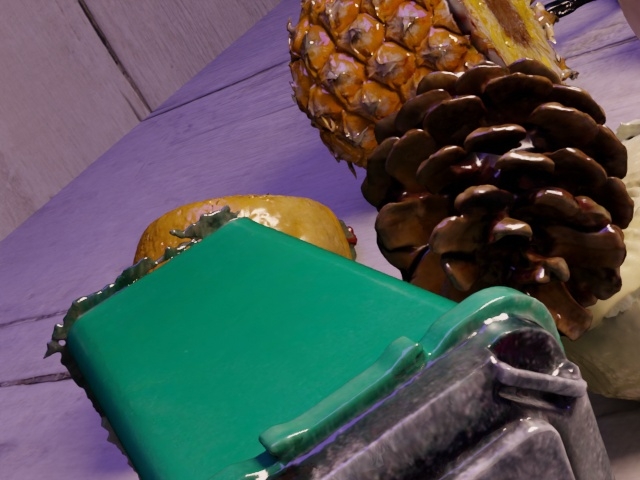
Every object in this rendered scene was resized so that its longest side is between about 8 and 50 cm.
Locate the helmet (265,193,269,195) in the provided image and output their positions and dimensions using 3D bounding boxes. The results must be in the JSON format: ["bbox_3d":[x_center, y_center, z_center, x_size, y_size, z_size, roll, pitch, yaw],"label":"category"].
[{"bbox_3d":[-0.107,0.019,1.553,0.155,0.106,0.175,-36,15,-7],"label":"helmet"}]

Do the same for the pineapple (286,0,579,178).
[{"bbox_3d":[0.136,-0.239,1.504,0.300,0.352,0.352,-30,16,39],"label":"pineapple"}]

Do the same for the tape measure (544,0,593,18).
[{"bbox_3d":[0.461,-0.419,1.749,0.351,0.098,0.215,-27,21,6],"label":"tape measure"}]

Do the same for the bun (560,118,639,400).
[{"bbox_3d":[0.267,0.019,0.891,0.259,0.152,0.259,-39,19,16],"label":"bun"}]

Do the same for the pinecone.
[{"bbox_3d":[0.124,-0.020,0.789,0.179,0.184,0.204,-17,52,8],"label":"pinecone"}]

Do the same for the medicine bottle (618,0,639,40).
[{"bbox_3d":[0.507,-0.339,1.432,0.250,0.133,0.133,-32,19,1],"label":"medicine bottle"}]

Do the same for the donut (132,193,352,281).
[{"bbox_3d":[-0.090,0.025,1.293,0.278,0.108,0.277,-6,-13,-1],"label":"donut"}]

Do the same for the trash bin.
[{"bbox_3d":[-0.021,0.155,0.759,0.295,0.259,0.381,-33,29,-16],"label":"trash bin"}]

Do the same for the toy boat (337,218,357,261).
[{"bbox_3d":[0.001,0.001,1.481,0.089,0.071,0.185,-38,19,-13],"label":"toy boat"}]
